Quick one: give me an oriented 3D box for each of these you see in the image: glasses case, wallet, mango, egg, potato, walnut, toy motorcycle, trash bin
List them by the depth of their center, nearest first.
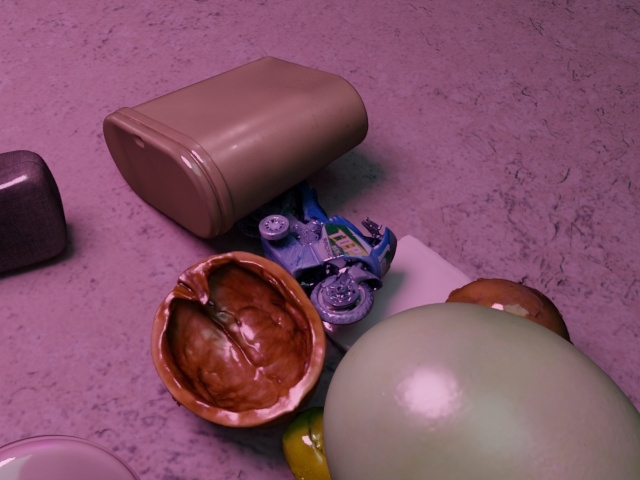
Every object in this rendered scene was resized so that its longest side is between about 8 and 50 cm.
[{"bbox_3d":[0.130,0.169,0.476,0.270,0.220,0.220,36,59,12],"label":"egg"},{"bbox_3d":[0.037,0.222,0.591,0.165,0.074,0.091,29,50,-3],"label":"mango"},{"bbox_3d":[-0.078,0.114,0.631,0.167,0.087,0.211,-35,54,-12],"label":"walnut"},{"bbox_3d":[0.194,0.102,0.638,0.137,0.176,0.137,-9,73,32],"label":"potato"},{"bbox_3d":[-0.445,-0.006,0.642,0.324,0.131,0.074,-14,50,-16],"label":"glasses case"},{"bbox_3d":[0.000,0.000,0.712,0.136,0.092,0.254,-26,45,-22],"label":"toy motorcycle"},{"bbox_3d":[0.089,0.075,0.718,0.183,0.031,0.124,-37,62,-25],"label":"wallet"},{"bbox_3d":[-0.105,-0.130,0.752,0.248,0.121,0.243,-34,42,-30],"label":"trash bin"}]

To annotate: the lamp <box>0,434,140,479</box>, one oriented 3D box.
[{"bbox_3d":[-0.211,0.260,0.507,0.246,0.108,0.179,15,72,-18],"label":"lamp"}]
